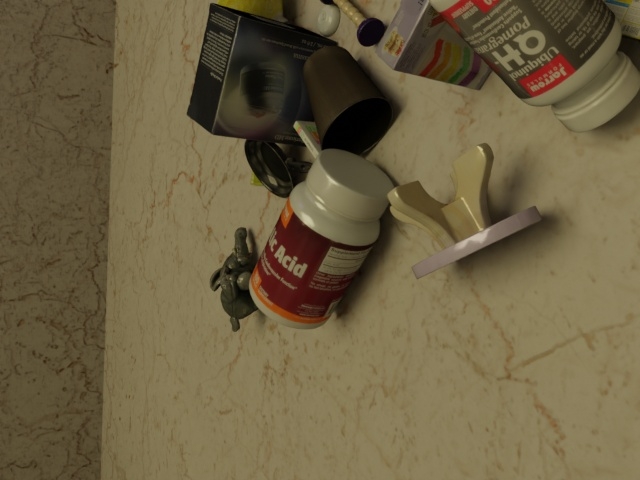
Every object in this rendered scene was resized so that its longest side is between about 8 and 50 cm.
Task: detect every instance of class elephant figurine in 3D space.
[{"bbox_3d":[-0.245,0.109,1.846,0.169,0.186,0.239,62,175,-37],"label":"elephant figurine"}]

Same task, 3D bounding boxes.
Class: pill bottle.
[{"bbox_3d":[0.000,0.000,1.436,0.224,0.224,0.392,55,130,38],"label":"pill bottle"},{"bbox_3d":[0.330,-0.316,0.927,0.176,0.319,0.176,-45,17,17],"label":"pill bottle"}]

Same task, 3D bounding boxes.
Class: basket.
[{"bbox_3d":[0.051,-0.337,1.450,0.204,0.154,0.226,-49,48,39],"label":"basket"}]

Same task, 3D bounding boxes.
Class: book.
[{"bbox_3d":[0.001,-0.245,1.550,0.144,0.096,0.035,58,131,36],"label":"book"}]

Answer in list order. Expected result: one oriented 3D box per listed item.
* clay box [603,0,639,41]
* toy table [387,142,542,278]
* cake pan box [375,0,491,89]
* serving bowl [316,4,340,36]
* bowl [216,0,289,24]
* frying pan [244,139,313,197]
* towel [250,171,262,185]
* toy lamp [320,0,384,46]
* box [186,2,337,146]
[{"bbox_3d":[0.496,-0.424,0.935,0.127,0.053,0.221,43,121,45],"label":"clay box"},{"bbox_3d":[0.248,-0.050,1.123,0.274,0.252,0.160,-33,80,38],"label":"toy table"},{"bbox_3d":[0.259,-0.411,1.092,0.070,0.246,0.266,55,128,34],"label":"cake pan box"},{"bbox_3d":[0.015,-0.575,1.601,0.083,0.027,0.083,-5,84,53],"label":"serving bowl"},{"bbox_3d":[-0.182,-0.604,1.732,0.156,0.289,0.289,30,121,3],"label":"bowl"},{"bbox_3d":[-0.115,-0.223,1.652,0.197,0.053,0.326,52,154,-1],"label":"frying pan"},{"bbox_3d":[-0.173,-0.283,1.846,0.102,0.021,0.237,9,96,54],"label":"towel"},{"bbox_3d":[0.061,-0.575,1.503,0.274,0.080,0.080,58,132,33],"label":"toy lamp"},{"bbox_3d":[-0.153,-0.418,1.598,0.183,0.297,0.293,42,122,45],"label":"box"}]
